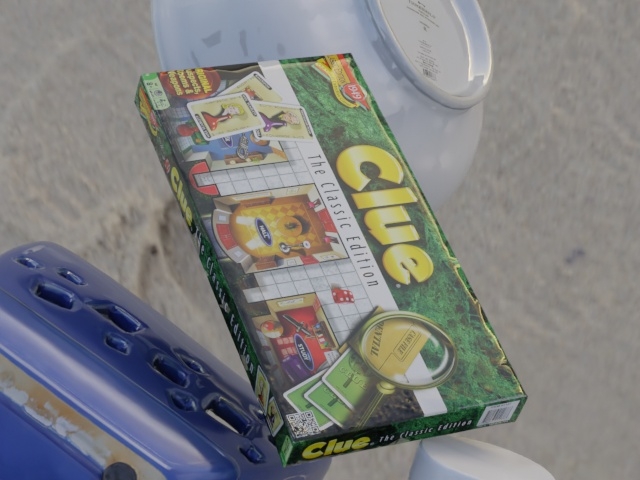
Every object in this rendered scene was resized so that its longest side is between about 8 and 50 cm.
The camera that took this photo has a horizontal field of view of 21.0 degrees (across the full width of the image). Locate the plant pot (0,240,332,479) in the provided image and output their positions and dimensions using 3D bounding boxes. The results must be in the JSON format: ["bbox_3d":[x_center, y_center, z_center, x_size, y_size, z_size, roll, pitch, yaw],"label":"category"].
[{"bbox_3d":[-0.160,0.149,0.966,0.236,0.212,0.236,35,92,11],"label":"plant pot"}]

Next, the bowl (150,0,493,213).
[{"bbox_3d":[0.029,-0.136,1.233,0.134,0.298,0.297,-26,61,35],"label":"bowl"}]

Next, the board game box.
[{"bbox_3d":[0.000,0.000,0.948,0.136,0.030,0.259,-7,52,-25],"label":"board game box"}]

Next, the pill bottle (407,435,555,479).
[{"bbox_3d":[0.062,0.201,0.905,0.103,0.103,0.184,17,100,9],"label":"pill bottle"}]
